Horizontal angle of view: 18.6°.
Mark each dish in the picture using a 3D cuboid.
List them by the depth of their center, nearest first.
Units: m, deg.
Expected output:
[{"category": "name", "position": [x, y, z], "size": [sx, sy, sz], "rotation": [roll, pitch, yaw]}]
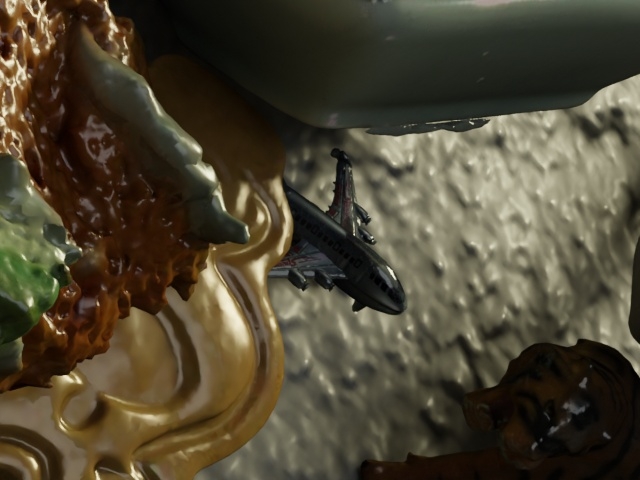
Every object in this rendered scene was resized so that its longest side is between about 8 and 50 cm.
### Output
[{"category": "dish", "position": [0.034, -0.096, 0.756], "size": [0.243, 0.182, 0.080], "rotation": [-9, 123, -44]}]

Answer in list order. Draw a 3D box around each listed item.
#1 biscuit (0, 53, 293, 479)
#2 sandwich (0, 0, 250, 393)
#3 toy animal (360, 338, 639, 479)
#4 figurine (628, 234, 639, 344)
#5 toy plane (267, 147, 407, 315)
[{"category": "biscuit", "position": [-0.081, 0.032, 0.656], "size": [0.144, 0.040, 0.236], "rotation": [44, 55, -20]}, {"category": "sandwich", "position": [-0.115, -0.045, 0.577], "size": [0.160, 0.109, 0.184], "rotation": [-33, 87, -37]}, {"category": "toy animal", "position": [0.132, 0.133, 0.786], "size": [0.255, 0.116, 0.114], "rotation": [54, 50, -20]}, {"category": "figurine", "position": [0.213, 0.040, 0.762], "size": [0.420, 0.154, 0.193], "rotation": [-87, 153, -43]}, {"category": "toy plane", "position": [0.000, 0.000, 0.751], "size": [0.083, 0.031, 0.078], "rotation": [45, 50, -2]}]
